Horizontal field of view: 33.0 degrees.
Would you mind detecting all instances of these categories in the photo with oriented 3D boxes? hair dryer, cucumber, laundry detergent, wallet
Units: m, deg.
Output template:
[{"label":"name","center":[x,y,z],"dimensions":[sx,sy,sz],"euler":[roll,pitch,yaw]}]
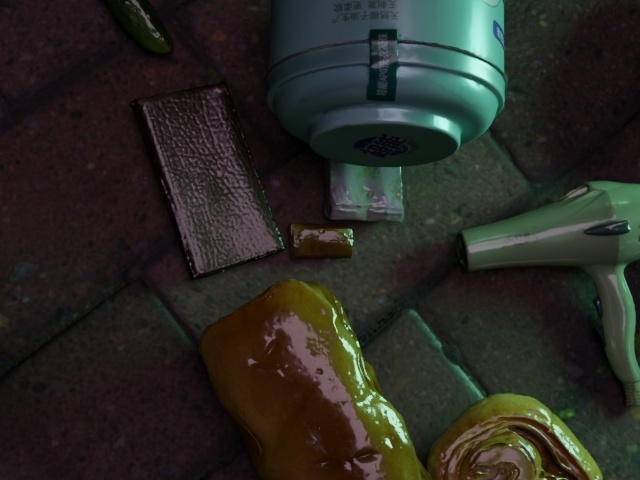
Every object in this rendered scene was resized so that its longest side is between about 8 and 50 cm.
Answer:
[{"label":"hair dryer","center":[0.320,0.056,1.440],"dimensions":[0.296,0.119,0.298],"euler":[10,90,-3]},{"label":"cucumber","center":[-0.269,-0.344,1.406],"dimensions":[0.056,0.056,0.250],"euler":[-30,88,-15]},{"label":"laundry detergent","center":[0.078,-0.257,1.288],"dimensions":[0.287,0.287,0.305],"euler":[4,78,-11]},{"label":"wallet","center":[-0.145,-0.080,1.390],"dimensions":[0.133,0.039,0.243],"euler":[-18,83,-21]}]

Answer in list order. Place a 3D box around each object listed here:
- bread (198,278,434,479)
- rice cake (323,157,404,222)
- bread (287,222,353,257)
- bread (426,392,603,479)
[{"label":"bread","center":[-0.002,0.220,1.277],"dimensions":[0.195,0.149,0.344],"euler":[-30,85,18]},{"label":"rice cake","center":[0.056,-0.170,1.441],"dimensions":[0.106,0.050,0.298],"euler":[2,79,-12]},{"label":"bread","center":[0.000,0.000,1.404],"dimensions":[0.083,0.036,0.047],"euler":[0,83,-10]},{"label":"bread","center":[0.248,0.310,1.353],"dimensions":[0.198,0.120,0.236],"euler":[-38,89,-15]}]
